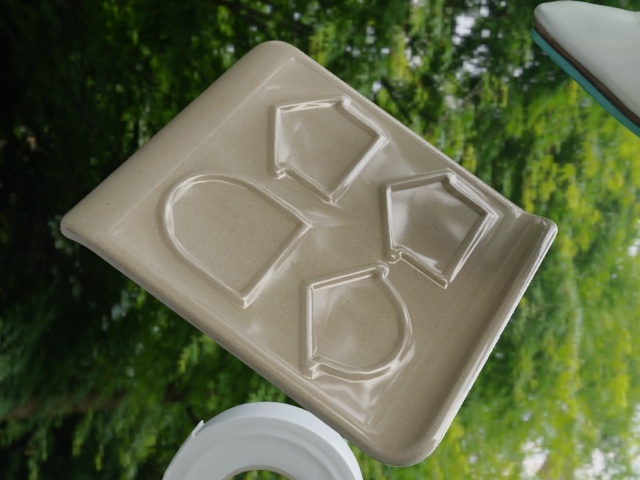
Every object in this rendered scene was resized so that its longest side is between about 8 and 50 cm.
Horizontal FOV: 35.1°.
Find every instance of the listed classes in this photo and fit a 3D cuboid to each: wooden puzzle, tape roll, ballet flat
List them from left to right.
[{"bbox_3d":[-0.079,0.367,1.378,0.100,0.286,0.286,-41,131,-87],"label":"tape roll"},{"bbox_3d":[0.000,0.000,0.894,0.322,0.347,0.080,-51,170,-41],"label":"wooden puzzle"},{"bbox_3d":[0.356,-0.089,0.835,0.400,0.139,0.139,44,-27,3],"label":"ballet flat"}]
